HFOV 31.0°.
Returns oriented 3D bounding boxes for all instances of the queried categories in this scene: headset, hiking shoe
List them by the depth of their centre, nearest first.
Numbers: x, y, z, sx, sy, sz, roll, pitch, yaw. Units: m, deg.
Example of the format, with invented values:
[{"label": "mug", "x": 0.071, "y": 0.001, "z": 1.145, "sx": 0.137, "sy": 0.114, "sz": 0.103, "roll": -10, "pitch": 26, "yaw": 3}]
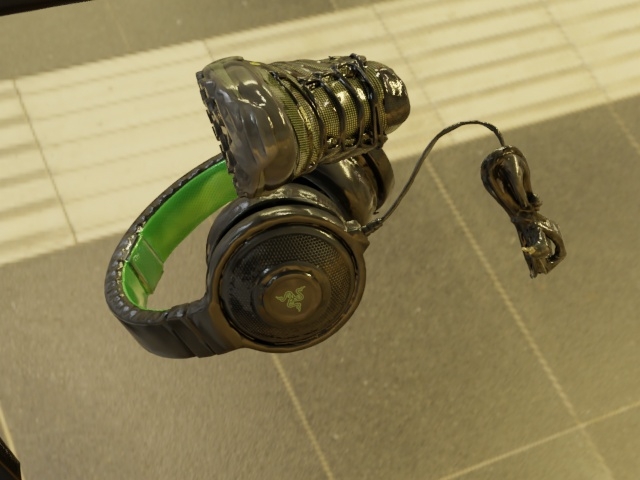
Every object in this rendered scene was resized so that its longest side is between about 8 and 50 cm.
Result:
[{"label": "hiking shoe", "x": -0.005, "y": -0.085, "z": 0.712, "sx": 0.114, "sy": 0.227, "sz": 0.086, "roll": -19, "pitch": 98, "yaw": 7}, {"label": "headset", "x": 0.000, "y": 0.000, "z": 0.998, "sx": 0.394, "sy": 0.185, "sz": 0.243, "roll": -16, "pitch": 36, "yaw": 29}]

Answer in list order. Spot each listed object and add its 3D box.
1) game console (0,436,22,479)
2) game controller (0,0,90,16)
[{"label": "game console", "x": -0.517, "y": 0.267, "z": 1.292, "sx": 0.213, "sy": 0.361, "sz": 0.044, "roll": 52, "pitch": 23, "yaw": -22}, {"label": "game controller", "x": -0.048, "y": -0.154, "z": 0.317, "sx": 0.319, "sy": 0.166, "sz": 0.067, "roll": -9, "pitch": 18, "yaw": 7}]
